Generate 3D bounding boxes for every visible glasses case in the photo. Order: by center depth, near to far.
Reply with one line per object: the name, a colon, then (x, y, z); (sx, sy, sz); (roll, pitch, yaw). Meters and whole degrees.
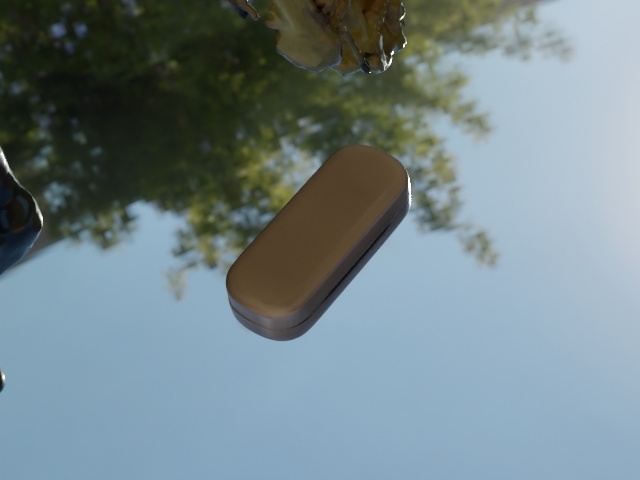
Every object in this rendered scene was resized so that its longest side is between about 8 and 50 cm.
glasses case: (0.000, 0.000, 1.396); (0.083, 0.050, 0.196); (30, -117, 25)

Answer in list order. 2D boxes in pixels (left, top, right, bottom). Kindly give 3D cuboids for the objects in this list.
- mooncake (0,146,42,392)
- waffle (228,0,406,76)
mooncake: (-0.412, 0.034, 1.379); (0.351, 0.187, 0.351); (-5, -123, 8)
waffle: (-0.013, -0.237, 0.996); (0.060, 0.280, 0.262); (-6, -179, 34)
